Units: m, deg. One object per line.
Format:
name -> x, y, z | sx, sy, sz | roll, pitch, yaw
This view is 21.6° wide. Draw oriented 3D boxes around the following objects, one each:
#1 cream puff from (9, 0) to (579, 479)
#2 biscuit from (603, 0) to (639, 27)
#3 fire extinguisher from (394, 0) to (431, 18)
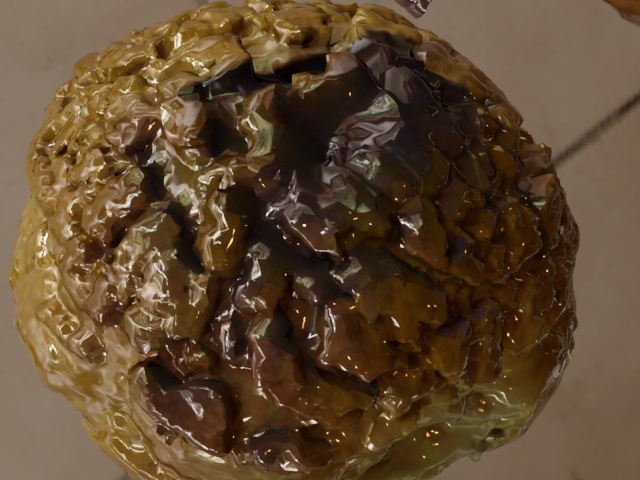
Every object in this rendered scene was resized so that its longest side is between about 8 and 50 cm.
cream puff -> 0.000, 0.000, 0.954 | 0.343, 0.231, 0.327 | 17, 51, -8
biscuit -> 0.192, -0.319, 0.741 | 0.343, 0.166, 0.395 | 34, 64, -67
fire extinguisher -> 0.029, -0.236, 1.251 | 0.157, 0.045, 0.078 | 37, 72, -11
